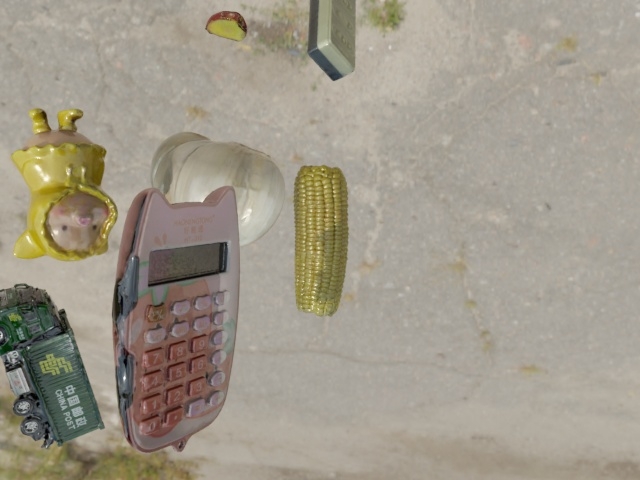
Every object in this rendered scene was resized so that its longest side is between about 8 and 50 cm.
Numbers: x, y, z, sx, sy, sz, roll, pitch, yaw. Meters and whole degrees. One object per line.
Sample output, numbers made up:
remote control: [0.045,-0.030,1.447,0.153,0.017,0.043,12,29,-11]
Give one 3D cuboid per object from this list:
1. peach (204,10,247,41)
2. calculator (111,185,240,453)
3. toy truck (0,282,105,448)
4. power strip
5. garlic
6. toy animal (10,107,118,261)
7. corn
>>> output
peach: [-0.197,-0.455,1.674,0.083,0.050,0.077,-8,152,27]
calculator: [-0.173,0.098,0.966,0.048,0.330,0.220,5,-174,27]
toy truck: [-0.430,0.192,1.224,0.121,0.088,0.259,-19,119,-18]
power strip: [0.027,-0.476,1.737,0.070,0.257,0.105,-21,139,28]
garlic: [-0.194,-0.078,1.352,0.280,0.203,0.184,18,178,22]
toy animal: [-0.390,-0.083,1.200,0.155,0.230,0.156,-3,-179,0]
corn: [0.000,0.000,1.813,0.131,0.345,0.131,1,-178,0]
